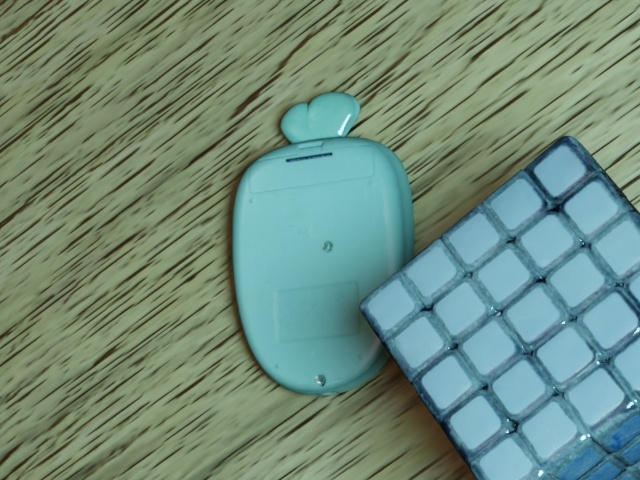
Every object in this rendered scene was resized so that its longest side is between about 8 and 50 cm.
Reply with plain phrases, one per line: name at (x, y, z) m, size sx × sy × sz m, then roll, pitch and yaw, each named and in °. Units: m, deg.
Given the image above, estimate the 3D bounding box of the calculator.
calculator at (0.000, 0.000, 1.865) m, size 0.184 × 0.042 × 0.295 m, roll -8°, pitch 75°, yaw 21°

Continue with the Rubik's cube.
Rubik's cube at (0.214, 0.097, 1.632) m, size 0.237 × 0.237 × 0.238 m, roll -41°, pitch 58°, yaw 9°
